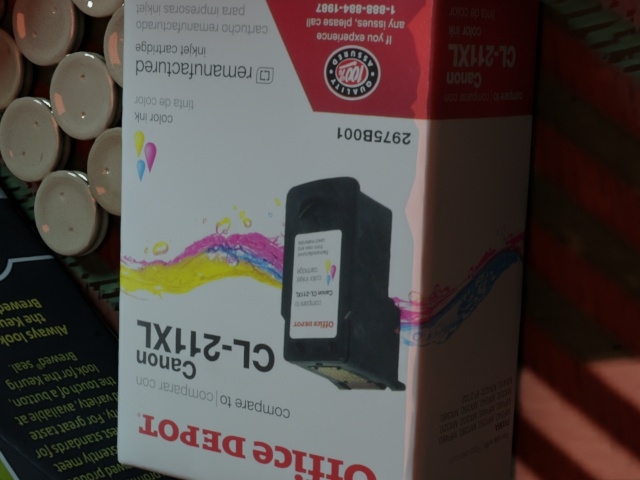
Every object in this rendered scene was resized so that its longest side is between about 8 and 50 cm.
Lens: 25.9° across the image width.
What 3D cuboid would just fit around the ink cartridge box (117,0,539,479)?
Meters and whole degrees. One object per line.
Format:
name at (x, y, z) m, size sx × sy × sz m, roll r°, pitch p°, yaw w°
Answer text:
ink cartridge box at (0.000, 0.000, 0.480) m, size 0.127 × 0.072 × 0.175 m, roll 7°, pitch 99°, yaw 33°

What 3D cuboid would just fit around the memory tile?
memory tile at (-0.104, -0.076, 0.577) m, size 0.113 × 0.012 × 0.148 m, roll -35°, pitch 77°, yaw 32°

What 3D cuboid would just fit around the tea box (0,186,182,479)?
tea box at (-0.230, 0.129, 0.496) m, size 0.323 × 0.329 × 0.220 m, roll 49°, pitch 119°, yaw 20°
